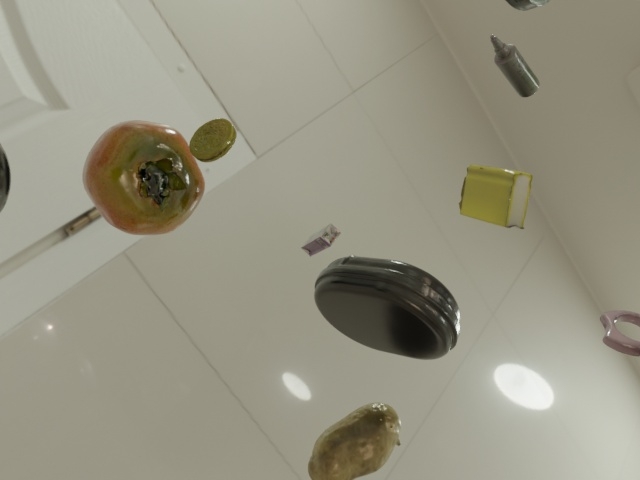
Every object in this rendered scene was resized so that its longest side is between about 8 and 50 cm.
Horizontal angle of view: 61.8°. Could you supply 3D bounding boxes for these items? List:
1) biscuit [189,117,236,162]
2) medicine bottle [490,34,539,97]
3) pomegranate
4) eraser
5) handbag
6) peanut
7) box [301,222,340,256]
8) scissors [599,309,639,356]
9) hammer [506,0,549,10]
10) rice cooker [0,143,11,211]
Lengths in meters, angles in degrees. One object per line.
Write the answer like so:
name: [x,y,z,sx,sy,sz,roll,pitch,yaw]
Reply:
biscuit: [-0.178,-0.165,0.885,0.083,0.084,0.023,18,-21,35]
medicine bottle: [0.450,-0.417,1.261,0.057,0.058,0.199,-2,-27,47]
pomegranate: [-0.325,-0.115,0.996,0.256,0.220,0.221,9,-49,61]
eraser: [0.497,-0.130,1.538,0.226,0.069,0.158,-150,-118,-65]
handbag: [0.129,0.135,1.059,0.307,0.093,0.254,5,-39,39]
peanut: [0.074,0.437,1.136,0.129,0.224,0.129,59,-9,16]
box: [0.000,0.000,1.274,0.036,0.051,0.117,44,-26,-8]
scissors: [0.378,0.095,0.538,0.110,0.212,0.021,53,-36,43]
hammer: [0.211,-0.381,0.590,0.029,0.103,0.247,8,-53,53]
rice cooker: [-0.463,-0.079,0.523,0.267,0.267,0.225,-9,-75,50]
